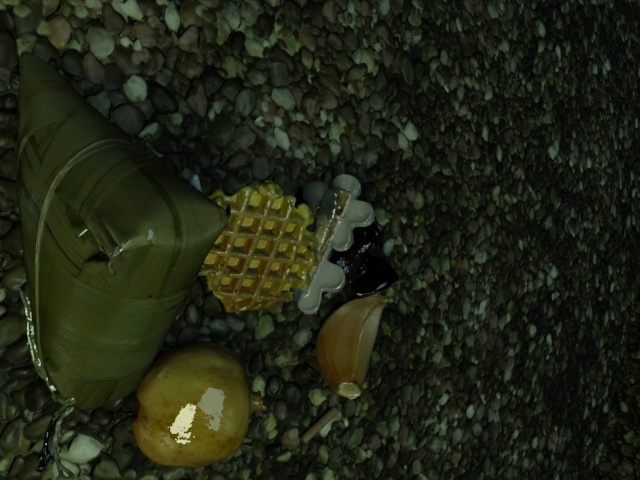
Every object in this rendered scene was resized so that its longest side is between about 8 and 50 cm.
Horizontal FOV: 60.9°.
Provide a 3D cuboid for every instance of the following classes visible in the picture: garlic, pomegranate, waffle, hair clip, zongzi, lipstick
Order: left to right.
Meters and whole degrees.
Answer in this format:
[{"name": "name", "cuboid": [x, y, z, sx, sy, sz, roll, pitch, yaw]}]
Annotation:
[{"name": "zongzi", "cuboid": [-0.334, 0.035, 0.729, 0.181, 0.418, 0.447, -12, 140, -52]}, {"name": "pomegranate", "cuboid": [-0.175, 0.242, 0.812, 0.196, 0.196, 0.196, -3, 94, -41]}, {"name": "waffle", "cuboid": [-0.120, 0.024, 0.870, 0.248, 0.056, 0.253, -21, 129, -13]}, {"name": "lipstick", "cuboid": [-0.002, 0.364, 1.072, 0.094, 0.019, 0.019, -33, 113, -35]}, {"name": "hair clip", "cuboid": [0.002, 0.001, 0.970, 0.257, 0.146, 0.075, -69, 166, 6]}, {"name": "garlic", "cuboid": [0.054, 0.190, 1.055, 0.115, 0.128, 0.207, 22, 79, 6]}]

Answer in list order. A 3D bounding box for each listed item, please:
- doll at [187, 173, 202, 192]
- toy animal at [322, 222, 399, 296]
[{"name": "doll", "cuboid": [-0.199, -0.055, 0.853, 0.142, 0.057, 0.099, 15, 105, -41]}, {"name": "toy animal", "cuboid": [0.046, 0.032, 1.060, 0.179, 0.116, 0.218, -44, 102, 5]}]
